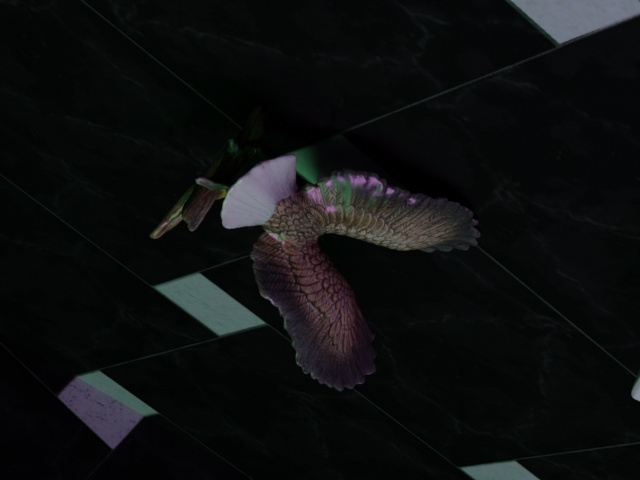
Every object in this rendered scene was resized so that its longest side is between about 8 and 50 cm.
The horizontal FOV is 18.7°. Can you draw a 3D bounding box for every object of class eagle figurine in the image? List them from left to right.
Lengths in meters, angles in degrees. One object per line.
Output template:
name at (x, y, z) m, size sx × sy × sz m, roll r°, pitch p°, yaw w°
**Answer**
eagle figurine at (0.004, -0.006, 2.130) m, size 0.298 × 0.225 × 0.226 m, roll 40°, pitch 142°, yaw -3°

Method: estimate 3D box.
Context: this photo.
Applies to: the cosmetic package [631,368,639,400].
cosmetic package at (0.468, 0.042, 1.818) m, size 0.230 × 0.161 × 0.453 m, roll 24°, pitch 153°, yaw 5°
